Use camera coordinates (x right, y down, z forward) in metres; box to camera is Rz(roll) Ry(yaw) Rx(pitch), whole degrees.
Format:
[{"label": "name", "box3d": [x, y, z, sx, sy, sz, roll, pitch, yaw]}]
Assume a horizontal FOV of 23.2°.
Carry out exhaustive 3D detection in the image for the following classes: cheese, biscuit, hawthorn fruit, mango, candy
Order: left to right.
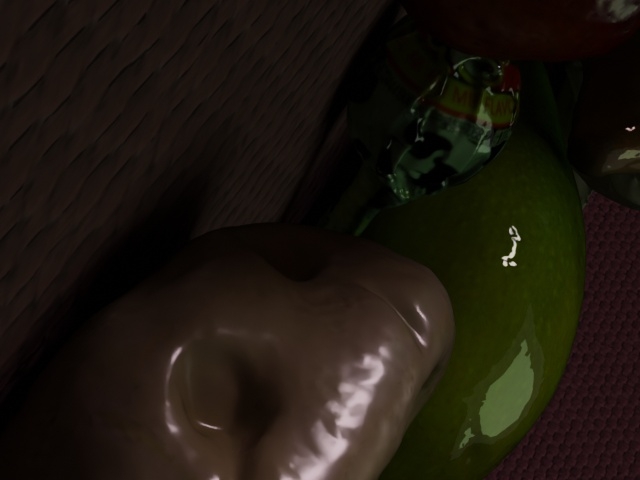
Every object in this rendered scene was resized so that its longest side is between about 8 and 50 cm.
[{"label": "cheese", "box3d": [-0.048, 0.092, 0.550, 0.235, 0.117, 0.218, -56, 173, -10]}, {"label": "candy", "box3d": [0.000, 0.000, 0.846, 0.091, 0.083, 0.305, 7, 133, -43]}, {"label": "mango", "box3d": [0.081, 0.004, 0.964, 0.192, 0.156, 0.343, -36, -150, 48]}, {"label": "hawthorn fruit", "box3d": [0.086, -0.125, 0.575, 0.125, 0.140, 0.125, -25, 125, -43]}, {"label": "biscuit", "box3d": [0.204, -0.115, 1.008, 0.047, 0.164, 0.208, -56, -144, 40]}]

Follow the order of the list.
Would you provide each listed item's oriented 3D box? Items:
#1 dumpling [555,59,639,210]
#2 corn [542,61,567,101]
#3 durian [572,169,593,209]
[{"label": "dumpling", "box3d": [0.225, -0.102, 1.117, 0.216, 0.166, 0.126, -44, -169, -35]}, {"label": "corn", "box3d": [0.133, -0.110, 1.165, 0.305, 0.106, 0.106, -59, 175, -18]}, {"label": "durian", "box3d": [0.121, -0.013, 1.275, 0.306, 0.166, 0.172, -55, 176, -26]}]
